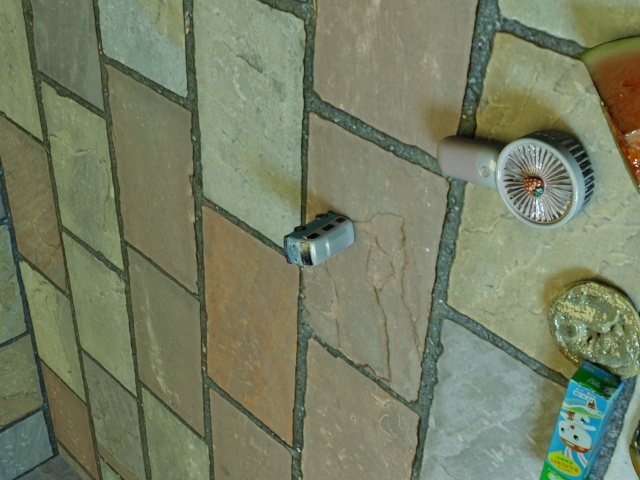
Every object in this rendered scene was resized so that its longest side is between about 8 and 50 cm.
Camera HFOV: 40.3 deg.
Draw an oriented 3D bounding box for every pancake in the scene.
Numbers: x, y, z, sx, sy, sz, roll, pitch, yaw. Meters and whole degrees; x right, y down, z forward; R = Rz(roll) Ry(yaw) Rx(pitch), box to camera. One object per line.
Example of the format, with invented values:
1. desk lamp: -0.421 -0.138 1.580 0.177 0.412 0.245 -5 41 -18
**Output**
1. pancake: 0.392 0.129 1.234 0.158 0.028 0.158 26 131 34

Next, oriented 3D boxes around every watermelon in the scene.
1. watermelon: 0.392 -0.139 1.014 0.193 0.137 0.145 23 164 41

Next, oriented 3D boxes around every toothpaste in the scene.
1. toothpaste: 0.387 0.295 1.309 0.065 0.050 0.266 29 137 28

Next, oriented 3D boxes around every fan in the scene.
1. fan: 0.261 -0.096 1.207 0.244 0.074 0.130 19 127 44

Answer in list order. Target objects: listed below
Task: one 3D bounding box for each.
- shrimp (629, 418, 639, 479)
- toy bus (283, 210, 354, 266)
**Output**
1. shrimp: 0.521 0.306 1.174 0.198 0.051 0.262 58 147 6
2. toy bus: 0.000 0.000 1.545 0.075 0.123 0.060 16 124 40
